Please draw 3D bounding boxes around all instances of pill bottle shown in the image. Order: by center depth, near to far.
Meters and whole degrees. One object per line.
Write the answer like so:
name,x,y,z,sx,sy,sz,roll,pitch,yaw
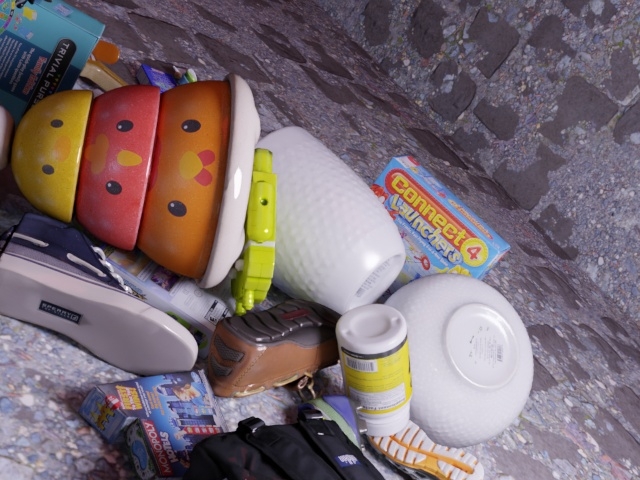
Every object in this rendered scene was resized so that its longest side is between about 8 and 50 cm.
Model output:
pill bottle,0.094,0.222,1.415,0.119,0.209,0.119,-6,33,4

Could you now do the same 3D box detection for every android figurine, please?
android figurine,-0.119,-0.010,1.421,0.056,0.248,0.273,7,75,-15

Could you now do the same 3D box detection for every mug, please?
mug,0.000,0.000,1.683,0.328,0.276,0.374,42,-10,21

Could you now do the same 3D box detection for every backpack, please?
backpack,0.018,0.406,1.025,0.355,0.274,0.290,27,13,36

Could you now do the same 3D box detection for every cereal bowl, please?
cereal bowl,0.269,0.213,1.586,0.338,0.141,0.339,9,66,-21

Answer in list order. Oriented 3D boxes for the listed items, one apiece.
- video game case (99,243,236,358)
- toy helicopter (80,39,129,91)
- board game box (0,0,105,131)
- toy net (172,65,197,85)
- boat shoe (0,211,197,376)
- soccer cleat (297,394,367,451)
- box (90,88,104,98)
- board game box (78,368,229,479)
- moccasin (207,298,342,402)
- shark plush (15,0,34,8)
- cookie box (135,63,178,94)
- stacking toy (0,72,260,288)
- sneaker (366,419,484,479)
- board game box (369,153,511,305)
video game case,-0.252,0.056,1.469,0.244,0.061,0.269,35,24,-5
toy helicopter,-0.520,-0.395,1.880,0.355,0.140,0.235,39,13,-21
board game box,-0.600,-0.358,1.509,0.336,0.254,0.079,27,26,-21
toy net,-0.325,-0.396,2.150,0.122,0.045,0.232,49,7,-28
boat shoe,-0.330,0.072,1.254,0.340,0.127,0.158,28,33,-16
soccer cleat,0.022,0.362,1.294,0.121,0.094,0.289,-2,39,-8
box,-0.451,-0.196,1.568,0.091,0.130,0.170,37,24,2
board game box,-0.223,0.260,1.152,0.194,0.060,0.194,13,34,-40
moccasin,-0.051,0.193,1.417,0.139,0.147,0.380,30,17,22
shark plush,-0.514,-0.438,1.430,0.067,0.073,0.161,2,58,-22
cookie box,-0.396,-0.378,2.066,0.091,0.040,0.107,14,34,-42
stacking toy,-0.355,-0.119,1.314,0.479,0.351,0.351,7,33,-15
sneaker,0.171,0.381,1.442,0.214,0.083,0.084,27,46,20
board game box,0.195,0.027,1.818,0.308,0.302,0.086,44,25,16
